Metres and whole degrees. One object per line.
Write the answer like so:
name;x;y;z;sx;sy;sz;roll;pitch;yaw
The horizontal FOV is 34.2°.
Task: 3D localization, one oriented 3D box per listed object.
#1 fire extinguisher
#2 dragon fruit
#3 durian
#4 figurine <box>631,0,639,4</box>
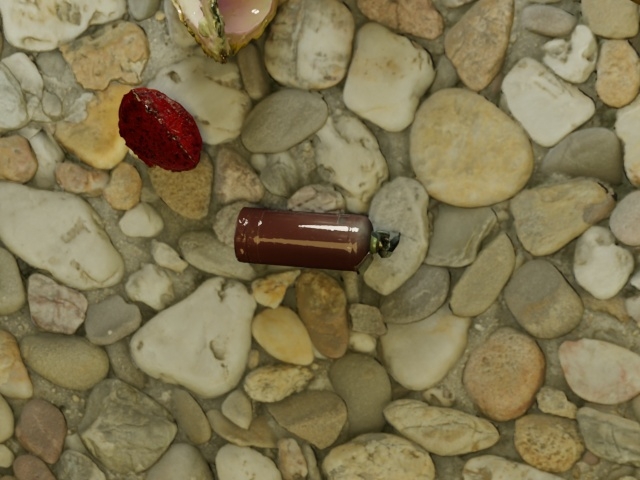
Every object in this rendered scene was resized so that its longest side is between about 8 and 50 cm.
fire extinguisher;0.000;0.000;1.670;0.269;0.105;0.105;5;108;13
dragon fruit;-0.265;-0.180;1.702;0.162;0.083;0.106;45;133;-14
durian;-0.172;-0.436;1.565;0.195;0.185;0.305;13;119;38
figurine;0.501;-0.412;1.391;0.257;0.167;0.192;-21;87;-3
